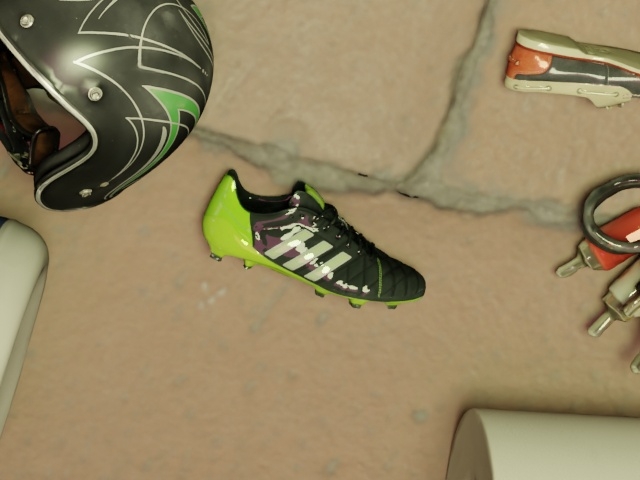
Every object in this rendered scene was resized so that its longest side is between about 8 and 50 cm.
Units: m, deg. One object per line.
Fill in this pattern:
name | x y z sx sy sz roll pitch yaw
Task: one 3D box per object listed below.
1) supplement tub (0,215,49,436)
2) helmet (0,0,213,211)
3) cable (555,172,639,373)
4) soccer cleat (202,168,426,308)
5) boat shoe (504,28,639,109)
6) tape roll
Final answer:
supplement tub | -0.373 0.060 0.866 0.324 0.235 0.235 17 110 -8
helmet | -0.152 -0.117 0.836 0.169 0.169 0.161 28 129 -12
cable | 0.310 -0.032 0.964 0.287 0.072 0.139 -38 91 0
soccer cleat | 0.000 0.000 0.950 0.179 0.060 0.072 18 108 -6
boat shoe | 0.202 -0.117 0.915 0.137 0.049 0.043 12 114 -4
tape roll | 0.191 0.253 0.956 0.169 0.246 0.246 4 111 -3
